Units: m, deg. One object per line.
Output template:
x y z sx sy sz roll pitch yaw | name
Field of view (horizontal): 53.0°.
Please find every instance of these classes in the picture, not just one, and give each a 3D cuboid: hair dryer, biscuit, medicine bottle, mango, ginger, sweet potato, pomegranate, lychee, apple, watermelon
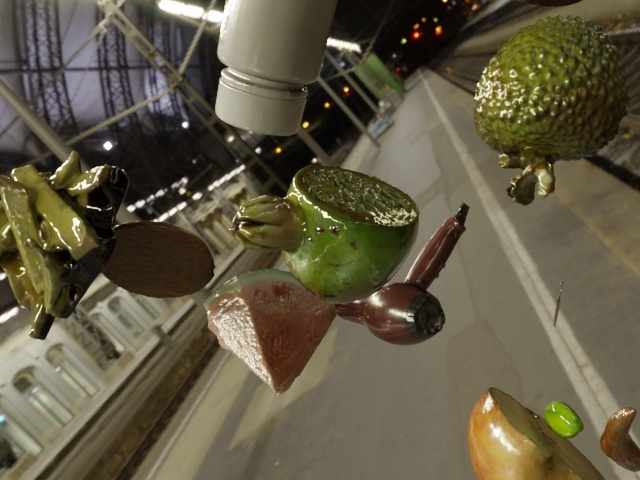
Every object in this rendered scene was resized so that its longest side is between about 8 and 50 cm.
0.194 0.056 1.342 0.341 0.123 0.312 -55 22 -13 | hair dryer
-0.362 0.042 1.415 0.262 0.261 0.037 -39 37 34 | biscuit
-0.092 -0.394 1.254 0.208 0.208 0.340 -57 -16 -66 | medicine bottle
0.455 0.335 1.194 0.056 0.073 0.108 -37 -7 -5 | mango
-0.581 -0.010 1.282 0.413 0.211 0.359 -26 54 39 | ginger
0.551 0.371 1.163 0.078 0.255 0.058 -25 43 14 | sweet potato
0.013 0.006 0.853 0.240 0.189 0.159 -18 -48 -52 | pomegranate
0.416 -0.254 1.184 0.320 0.270 0.270 -53 10 -22 | lychee
0.404 0.447 1.284 0.163 0.293 0.251 -51 7 9 | apple
-0.094 0.182 1.443 0.292 0.283 0.250 29 83 47 | watermelon

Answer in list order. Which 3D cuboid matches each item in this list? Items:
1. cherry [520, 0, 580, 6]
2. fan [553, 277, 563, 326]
0.302 -0.449 0.883 0.203 0.300 0.230 154 133 -71 | cherry
0.639 0.166 1.719 0.085 0.005 0.134 35 -113 -61 | fan
